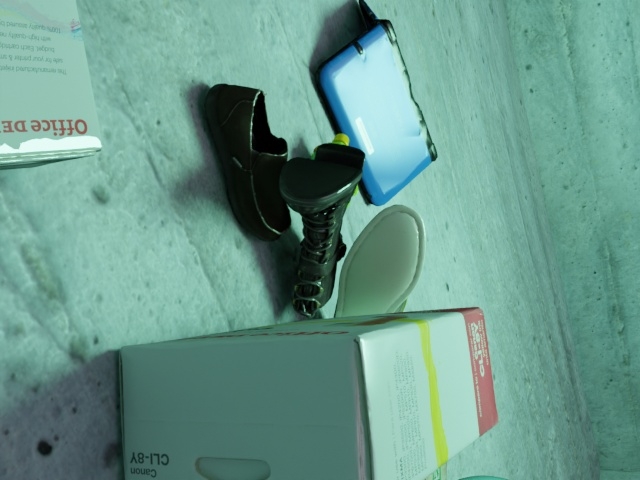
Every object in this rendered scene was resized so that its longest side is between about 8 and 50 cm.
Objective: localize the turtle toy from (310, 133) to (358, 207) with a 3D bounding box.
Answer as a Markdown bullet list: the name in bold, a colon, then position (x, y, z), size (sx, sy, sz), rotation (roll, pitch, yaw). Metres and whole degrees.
- **turtle toy**: position (0.019, -0.097, 1.116), size (0.130, 0.066, 0.095), rotation (60, 38, -38)

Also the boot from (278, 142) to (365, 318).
- **boot**: position (0.000, 0.000, 0.962), size (0.263, 0.091, 0.228), rotation (-46, 148, -67)

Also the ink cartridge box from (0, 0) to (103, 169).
- **ink cartridge box**: position (-0.270, -0.160, 0.558), size (0.154, 0.093, 0.212), rotation (-20, 101, -61)

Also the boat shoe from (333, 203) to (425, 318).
- **boat shoe**: position (0.077, 0.078, 1.063), size (0.091, 0.109, 0.304), rotation (-67, 173, -68)

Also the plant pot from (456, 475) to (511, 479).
- **plant pot**: position (0.315, 0.571, 1.322), size (0.235, 0.293, 0.293), rotation (39, 49, -31)

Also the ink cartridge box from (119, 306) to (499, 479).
- **ink cartridge box**: position (0.009, 0.171, 0.812), size (0.385, 0.279, 0.160), rotation (2, 82, -62)

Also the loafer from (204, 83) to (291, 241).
- **loafer**: position (-0.078, -0.095, 0.917), size (0.080, 0.078, 0.220), rotation (-57, 135, -50)

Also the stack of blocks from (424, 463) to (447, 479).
- **stack of blocks**: position (0.124, 0.401, 1.168), size (0.297, 0.087, 0.171), rotation (20, 68, -63)

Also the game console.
- **game console**: position (0.089, -0.255, 1.324), size (0.250, 0.173, 0.293), rotation (-41, 125, -21)
